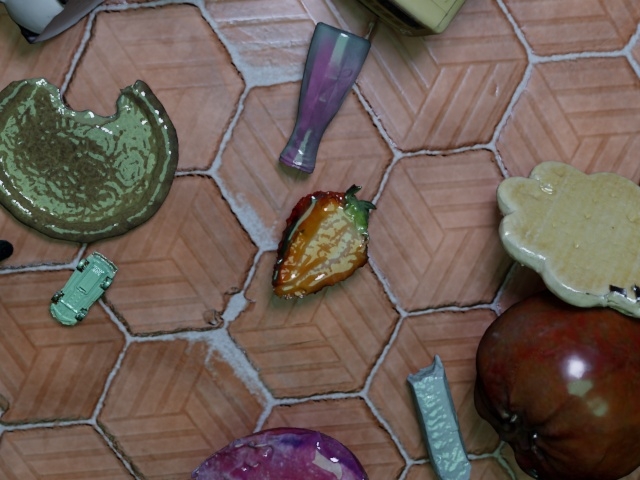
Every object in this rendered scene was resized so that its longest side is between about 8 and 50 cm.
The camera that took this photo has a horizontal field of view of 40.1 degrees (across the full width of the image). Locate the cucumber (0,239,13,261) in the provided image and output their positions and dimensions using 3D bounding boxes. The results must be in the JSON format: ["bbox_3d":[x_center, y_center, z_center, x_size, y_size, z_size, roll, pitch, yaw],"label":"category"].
[{"bbox_3d":[-0.485,0.022,1.284,0.032,0.133,0.032,0,98,-2],"label":"cucumber"}]

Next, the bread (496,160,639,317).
[{"bbox_3d":[0.396,-0.005,1.270,0.316,0.316,0.054,8,132,-5],"label":"bread"}]

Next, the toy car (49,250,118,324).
[{"bbox_3d":[-0.366,0.077,1.350,0.059,0.035,0.122,38,104,-9],"label":"toy car"}]

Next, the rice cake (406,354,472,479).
[{"bbox_3d":[0.191,0.293,1.403,0.063,0.069,0.206,-17,102,0],"label":"rice cake"}]

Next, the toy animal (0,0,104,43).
[{"bbox_3d":[-0.399,-0.405,1.193,0.187,0.165,0.235,-27,110,44],"label":"toy animal"}]

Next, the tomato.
[{"bbox_3d":[-0.057,0.428,1.366,0.290,0.176,0.334,19,98,14],"label":"tomato"}]

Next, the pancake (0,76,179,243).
[{"bbox_3d":[-0.361,-0.133,1.314,0.288,0.033,0.286,43,96,-9],"label":"pancake"}]

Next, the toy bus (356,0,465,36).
[{"bbox_3d":[0.188,-0.464,1.188,0.177,0.202,0.365,33,95,-20],"label":"toy bus"}]

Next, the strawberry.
[{"bbox_3d":[0.003,-0.002,1.332,0.140,0.085,0.192,9,105,-13],"label":"strawberry"}]

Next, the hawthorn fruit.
[{"bbox_3d":[0.384,0.202,1.301,0.308,0.325,0.308,19,122,33],"label":"hawthorn fruit"}]

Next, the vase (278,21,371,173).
[{"bbox_3d":[-0.001,-0.208,1.300,0.086,0.086,0.214,20,103,-6],"label":"vase"}]
